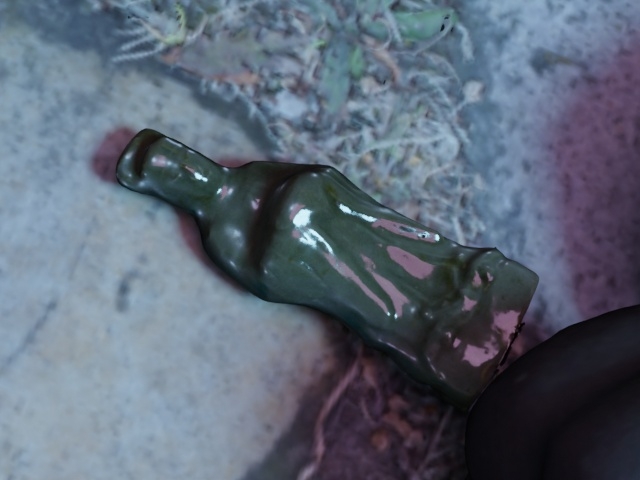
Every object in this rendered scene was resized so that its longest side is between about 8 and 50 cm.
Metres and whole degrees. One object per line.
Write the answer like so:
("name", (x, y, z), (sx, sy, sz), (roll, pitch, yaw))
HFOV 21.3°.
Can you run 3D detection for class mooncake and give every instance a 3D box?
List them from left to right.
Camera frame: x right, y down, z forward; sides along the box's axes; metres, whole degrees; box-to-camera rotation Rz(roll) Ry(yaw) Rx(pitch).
("mooncake", (0.154, 0.152, 0.761), (0.133, 0.245, 0.245), (-17, 80, -16))

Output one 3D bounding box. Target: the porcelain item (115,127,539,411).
("porcelain item", (0.000, 0.000, 0.854), (0.216, 0.069, 0.081), (29, 75, 0))
